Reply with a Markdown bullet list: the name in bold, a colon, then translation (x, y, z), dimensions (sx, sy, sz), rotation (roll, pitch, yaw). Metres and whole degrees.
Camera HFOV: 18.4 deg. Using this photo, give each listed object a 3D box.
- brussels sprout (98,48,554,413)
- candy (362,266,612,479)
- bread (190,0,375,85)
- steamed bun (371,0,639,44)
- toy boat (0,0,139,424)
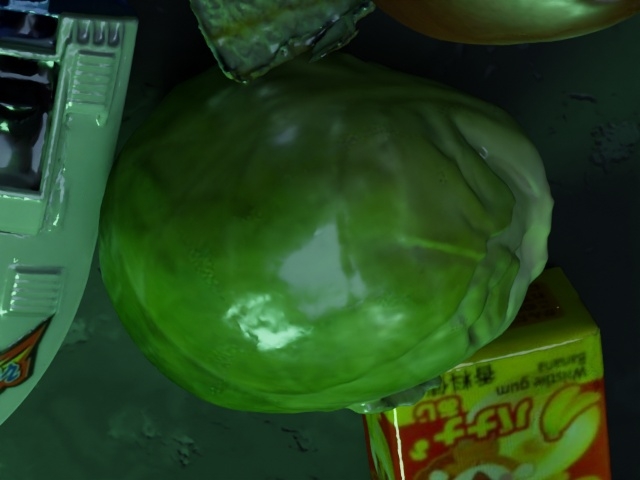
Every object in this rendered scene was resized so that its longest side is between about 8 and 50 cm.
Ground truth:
- **brussels sprout**: translation (0.000, 0.000, 1.095), dimensions (0.244, 0.244, 0.244), rotation (-5, 117, -11)
- **candy**: translation (0.110, 0.165, 1.273), dimensions (0.146, 0.088, 0.276), rotation (-12, 119, -9)
- **bread**: translation (-0.028, -0.157, 1.061), dimensions (0.103, 0.110, 0.156), rotation (-15, 83, 3)
- **steamed bun**: translation (0.073, -0.256, 0.918), dimensions (0.248, 0.379, 0.235), rotation (-23, 124, 31)
- **toy boat**: translation (-0.187, -0.006, 1.116), dimensions (0.129, 0.088, 0.295), rotation (7, 113, -16)
